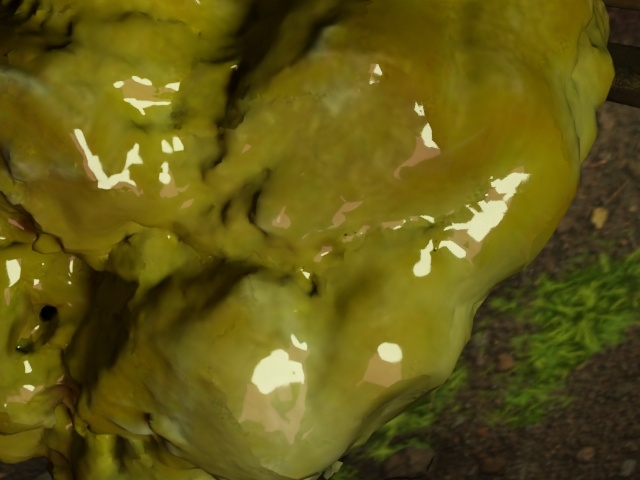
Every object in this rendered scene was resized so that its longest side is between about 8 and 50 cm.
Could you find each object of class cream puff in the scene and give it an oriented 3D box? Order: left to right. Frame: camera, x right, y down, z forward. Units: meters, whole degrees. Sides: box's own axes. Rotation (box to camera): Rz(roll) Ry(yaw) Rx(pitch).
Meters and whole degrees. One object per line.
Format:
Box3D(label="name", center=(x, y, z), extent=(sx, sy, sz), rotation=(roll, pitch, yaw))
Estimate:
Box3D(label="cream puff", center=(-0.060, -0.055, 0.713), extent=(0.257, 0.291, 0.324), rotation=(33, 145, -16))

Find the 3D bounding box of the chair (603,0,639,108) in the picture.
Box3D(label="chair", center=(0.262, -0.177, 0.796), extent=(0.241, 0.416, 0.203), rotation=(-58, 152, -29))
